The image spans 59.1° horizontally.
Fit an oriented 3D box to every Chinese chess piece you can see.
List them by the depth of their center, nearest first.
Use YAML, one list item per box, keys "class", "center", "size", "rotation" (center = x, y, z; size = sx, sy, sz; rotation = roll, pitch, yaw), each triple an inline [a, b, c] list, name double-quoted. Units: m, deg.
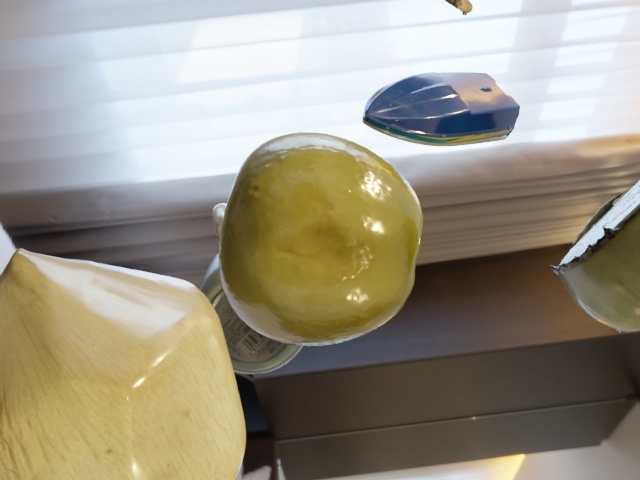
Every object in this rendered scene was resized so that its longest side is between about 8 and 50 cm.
- class: "Chinese chess piece"
  center: [0.515, -0.025, 0.840]
  size: [0.146, 0.349, 0.349]
  rotation: [45, -11, 13]

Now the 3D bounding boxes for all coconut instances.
- class: "coconut"
  center: [-0.160, 0.109, 0.378]
  size: [0.224, 0.224, 0.224]
  rotation: [173, -90, -89]

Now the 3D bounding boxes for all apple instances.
- class: "apple"
  center: [0.000, 0.000, 0.760]
  size: [0.292, 0.254, 0.292]
  rotation: [11, 90, -89]

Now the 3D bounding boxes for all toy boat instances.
- class: "toy boat"
  center: [0.168, -0.192, 0.841]
  size: [0.129, 0.295, 0.088]
  rotation: [55, -43, 23]

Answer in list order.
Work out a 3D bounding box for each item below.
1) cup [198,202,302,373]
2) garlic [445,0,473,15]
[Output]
- class: "cup"
  center: [-0.157, 0.093, 1.219]
  size: [0.274, 0.259, 0.357]
  rotation: [-115, -174, -78]
- class: "garlic"
  center: [0.304, -0.686, 1.300]
  size: [0.237, 0.210, 0.292]
  rotation: [-125, -142, -50]
